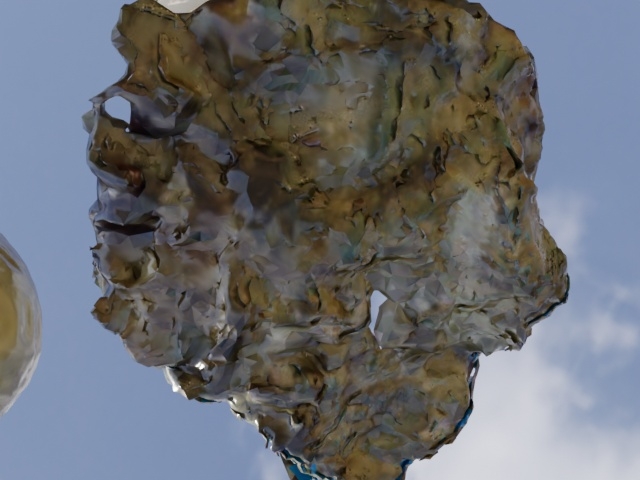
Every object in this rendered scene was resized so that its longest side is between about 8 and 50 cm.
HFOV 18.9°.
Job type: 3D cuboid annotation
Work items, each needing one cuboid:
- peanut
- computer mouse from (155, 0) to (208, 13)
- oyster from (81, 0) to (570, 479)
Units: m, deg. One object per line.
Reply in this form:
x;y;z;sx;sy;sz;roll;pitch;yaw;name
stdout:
-0.216;0.038;1.033;0.125;0.111;0.274;22;178;-13;peanut
-0.033;-0.183;1.240;0.082;0.236;0.145;51;-133;-18;computer mouse
0.002;0.004;0.793;0.198;0.259;0.092;-8;-137;-10;oyster
